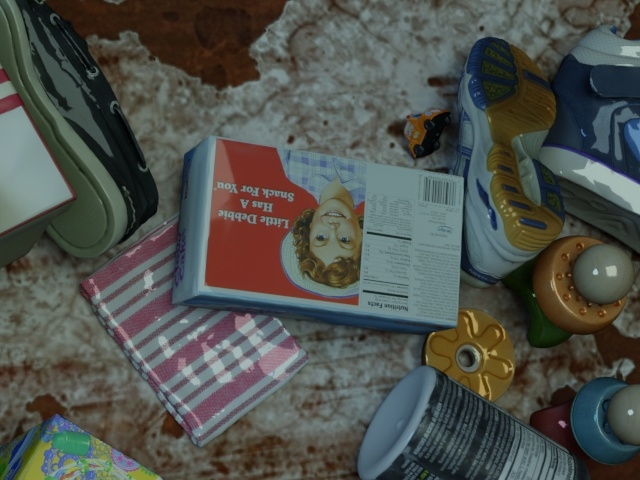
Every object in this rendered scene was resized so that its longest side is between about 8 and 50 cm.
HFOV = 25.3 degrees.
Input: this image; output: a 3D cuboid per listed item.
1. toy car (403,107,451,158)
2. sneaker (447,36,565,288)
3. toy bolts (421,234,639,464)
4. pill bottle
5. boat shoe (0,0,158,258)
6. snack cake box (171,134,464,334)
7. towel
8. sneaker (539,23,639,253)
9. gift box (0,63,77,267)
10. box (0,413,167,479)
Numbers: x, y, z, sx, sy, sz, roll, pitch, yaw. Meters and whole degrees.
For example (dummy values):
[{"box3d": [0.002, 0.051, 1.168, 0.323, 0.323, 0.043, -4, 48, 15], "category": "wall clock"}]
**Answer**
[{"box3d": [0.079, -0.100, 1.462, 0.122, 0.060, 0.040, -32, 59, -31], "category": "toy car"}, {"box3d": [0.167, -0.084, 1.461, 0.112, 0.131, 0.296, 23, 45, -18], "category": "sneaker"}, {"box3d": [0.240, 0.125, 1.409, 0.218, 0.158, 0.228, -26, 87, -24], "category": "toy bolts"}, {"box3d": [0.168, 0.234, 1.371, 0.246, 0.130, 0.130, 33, 68, -11], "category": "pill bottle"}, {"box3d": [-0.255, -0.148, 1.316, 0.340, 0.127, 0.113, 54, 36, 7], "category": "boat shoe"}, {"box3d": [0.000, 0.000, 1.357, 0.264, 0.089, 0.152, 9, 78, -21], "category": "snack cake box"}, {"box3d": [-0.117, 0.080, 1.354, 0.144, 0.029, 0.197, -37, 92, -24], "category": "towel"}, {"box3d": [0.394, -0.104, 1.540, 0.323, 0.130, 0.236, 27, 73, -7], "category": "sneaker"}, {"box3d": [-0.375, -0.042, 1.160, 0.276, 0.258, 0.255, -35, 91, -26], "category": "gift box"}, {"box3d": [-0.233, 0.317, 1.114, 0.177, 0.279, 0.290, 33, 67, -11], "category": "box"}]
